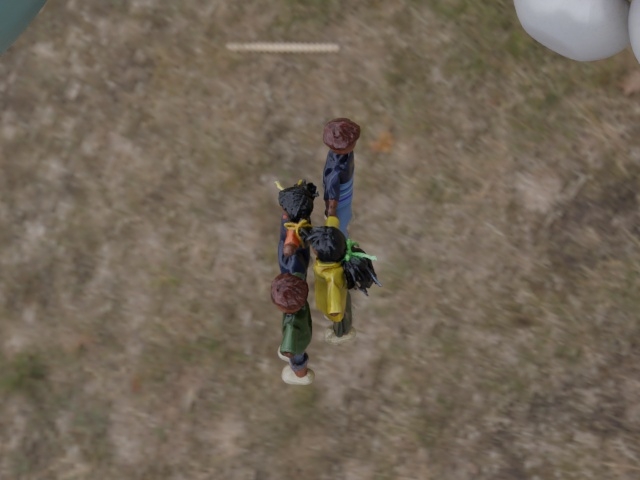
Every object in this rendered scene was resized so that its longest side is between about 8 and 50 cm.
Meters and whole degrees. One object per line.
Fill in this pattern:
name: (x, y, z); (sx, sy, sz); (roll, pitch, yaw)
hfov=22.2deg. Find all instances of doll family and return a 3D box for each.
doll family: (0.000, 0.000, 1.116); (0.076, 0.111, 0.193); (-6, 50, 0)

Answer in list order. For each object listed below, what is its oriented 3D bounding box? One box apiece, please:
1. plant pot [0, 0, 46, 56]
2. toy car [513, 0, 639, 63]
plant pot: (-0.175, -0.131, 0.323); (0.293, 0.235, 0.293); (-7, 81, 47)
toy car: (0.171, -0.172, 0.823); (0.182, 0.136, 0.159); (27, 86, 44)
